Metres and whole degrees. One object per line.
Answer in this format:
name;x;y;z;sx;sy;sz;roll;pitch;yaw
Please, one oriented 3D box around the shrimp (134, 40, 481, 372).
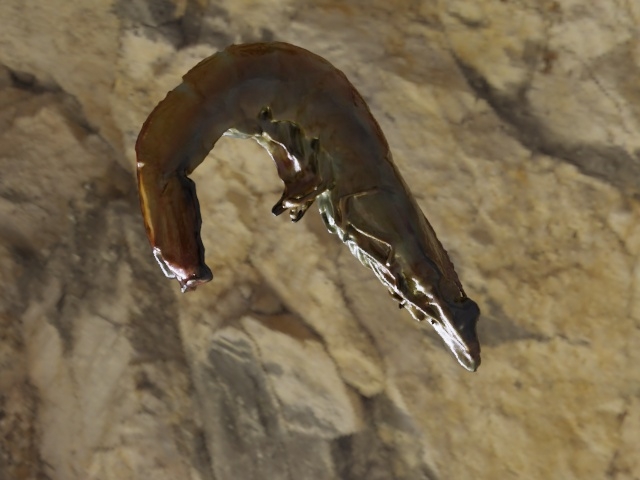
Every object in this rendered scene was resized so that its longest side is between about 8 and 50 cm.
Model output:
shrimp;0.000;0.000;0.381;0.127;0.025;0.091;49;-123;-5
